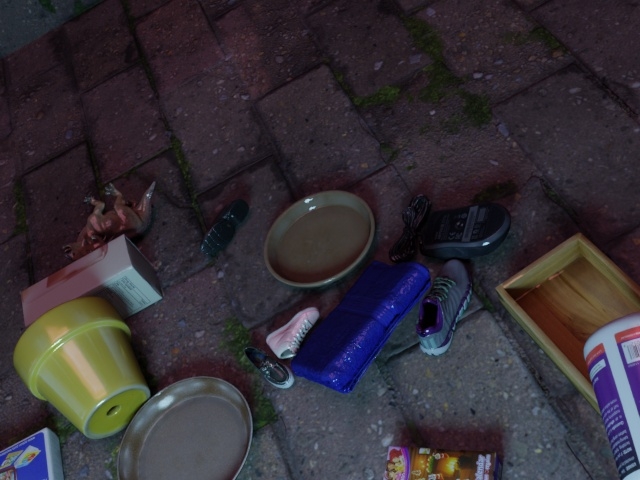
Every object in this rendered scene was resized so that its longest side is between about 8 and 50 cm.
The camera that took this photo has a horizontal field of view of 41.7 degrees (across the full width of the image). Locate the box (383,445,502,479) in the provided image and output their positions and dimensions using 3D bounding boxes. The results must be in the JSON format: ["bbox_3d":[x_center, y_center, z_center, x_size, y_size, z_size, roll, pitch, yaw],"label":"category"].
[{"bbox_3d":[0.194,0.502,1.437,0.201,0.057,0.293,-4,52,25],"label":"box"}]

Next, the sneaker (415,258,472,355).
[{"bbox_3d":[0.248,0.117,1.697,0.083,0.098,0.223,2,55,28],"label":"sneaker"}]

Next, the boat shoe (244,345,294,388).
[{"bbox_3d":[-0.113,0.269,1.788,0.142,0.040,0.049,29,85,42],"label":"boat shoe"}]

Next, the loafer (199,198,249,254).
[{"bbox_3d":[-0.247,-0.031,2.103,0.170,0.062,0.061,-51,27,-22],"label":"loafer"}]

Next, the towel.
[{"bbox_3d":[0.084,0.173,1.717,0.308,0.076,0.228,-49,16,-16],"label":"towel"}]

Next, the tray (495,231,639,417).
[{"bbox_3d":[0.523,0.178,1.529,0.203,0.076,0.411,-34,45,-2],"label":"tray"}]

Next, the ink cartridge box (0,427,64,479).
[{"bbox_3d":[-0.686,0.599,1.795,0.304,0.072,0.307,-27,49,3],"label":"ink cartridge box"}]

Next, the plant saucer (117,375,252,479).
[{"bbox_3d":[-0.273,0.430,1.737,0.311,0.050,0.310,-14,48,16],"label":"plant saucer"}]

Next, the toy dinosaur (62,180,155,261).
[{"bbox_3d":[-0.533,-0.031,2.201,0.296,0.127,0.200,-29,52,-15],"label":"toy dinosaur"}]

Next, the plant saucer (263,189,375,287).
[{"bbox_3d":[0.000,0.000,1.958,0.278,0.041,0.277,-13,49,16],"label":"plant saucer"}]

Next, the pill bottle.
[{"bbox_3d":[0.527,0.280,1.275,0.182,0.181,0.322,-16,57,14],"label":"pill bottle"}]

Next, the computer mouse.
[{"bbox_3d":[0.294,-0.018,1.813,0.272,0.072,0.188,-2,52,39],"label":"computer mouse"}]

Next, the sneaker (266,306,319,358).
[{"bbox_3d":[-0.048,0.205,1.808,0.134,0.051,0.070,-35,48,1],"label":"sneaker"}]

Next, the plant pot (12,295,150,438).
[{"bbox_3d":[-0.506,0.293,1.846,0.254,0.254,0.239,-40,61,-8],"label":"plant pot"}]

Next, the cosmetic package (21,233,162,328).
[{"bbox_3d":[-0.559,0.132,2.053,0.296,0.153,0.129,-28,47,2],"label":"cosmetic package"}]
